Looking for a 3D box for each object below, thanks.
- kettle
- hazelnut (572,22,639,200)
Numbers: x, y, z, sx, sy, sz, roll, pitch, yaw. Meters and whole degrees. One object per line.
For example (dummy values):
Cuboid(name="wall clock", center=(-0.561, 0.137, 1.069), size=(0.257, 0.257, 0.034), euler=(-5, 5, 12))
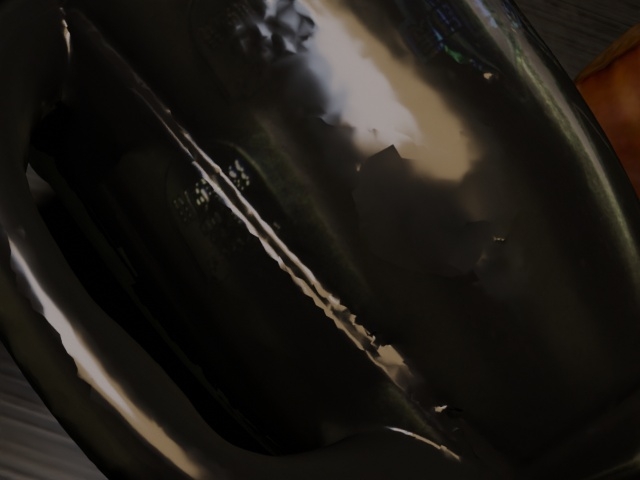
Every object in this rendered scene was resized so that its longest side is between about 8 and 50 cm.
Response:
Cuboid(name="kettle", center=(0.000, 0.000, 0.521), size=(0.321, 0.228, 0.324), euler=(-14, 61, -49))
Cuboid(name="hazelnut", center=(0.211, -0.045, 0.690), size=(0.182, 0.182, 0.182), euler=(11, 45, -11))
